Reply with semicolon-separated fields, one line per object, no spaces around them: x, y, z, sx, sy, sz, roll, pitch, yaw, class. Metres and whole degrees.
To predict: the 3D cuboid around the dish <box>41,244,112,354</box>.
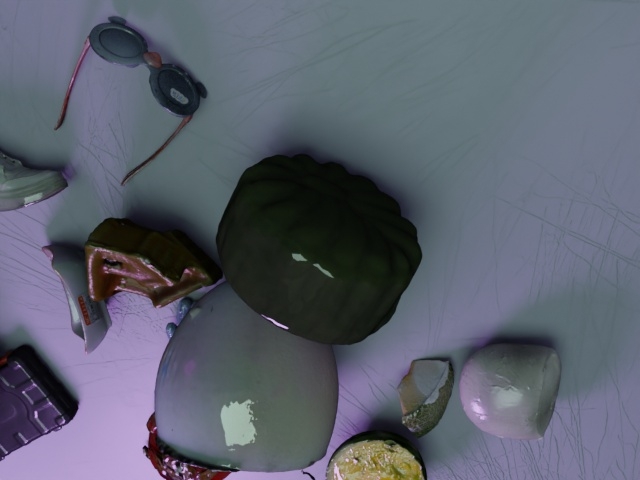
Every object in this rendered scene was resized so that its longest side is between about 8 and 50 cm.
-0.488;0.109;1.832;0.077;0.151;0.212;-22;113;-19;dish

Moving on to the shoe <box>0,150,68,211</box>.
-0.651;-0.138;1.754;0.316;0.124;0.159;-9;105;14;shoe

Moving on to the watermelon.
0.113;0.483;1.888;0.232;0.127;0.204;-32;105;19;watermelon

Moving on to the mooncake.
0.000;0.000;1.569;0.356;0.356;0.194;31;120;-4;mooncake

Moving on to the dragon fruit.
-0.286;0.465;1.938;0.224;0.148;0.218;19;116;2;dragon fruit

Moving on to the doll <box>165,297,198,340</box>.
-0.273;0.214;1.864;0.120;0.075;0.179;9;115;2;doll

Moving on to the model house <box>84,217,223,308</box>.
-0.315;0.060;1.732;0.239;0.268;0.173;14;95;2;model house

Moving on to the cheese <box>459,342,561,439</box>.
0.364;0.293;1.748;0.189;0.154;0.198;9;115;12;cheese

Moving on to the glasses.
-0.369;-0.259;1.694;0.234;0.118;0.268;39;134;-10;glasses

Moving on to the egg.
-0.133;0.230;1.717;0.355;0.354;0.339;8;95;7;egg

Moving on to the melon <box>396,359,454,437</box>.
0.195;0.334;1.822;0.093;0.139;0.202;24;120;24;melon

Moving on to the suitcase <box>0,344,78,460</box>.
-0.705;0.373;2.016;0.285;0.066;0.206;-28;106;20;suitcase
